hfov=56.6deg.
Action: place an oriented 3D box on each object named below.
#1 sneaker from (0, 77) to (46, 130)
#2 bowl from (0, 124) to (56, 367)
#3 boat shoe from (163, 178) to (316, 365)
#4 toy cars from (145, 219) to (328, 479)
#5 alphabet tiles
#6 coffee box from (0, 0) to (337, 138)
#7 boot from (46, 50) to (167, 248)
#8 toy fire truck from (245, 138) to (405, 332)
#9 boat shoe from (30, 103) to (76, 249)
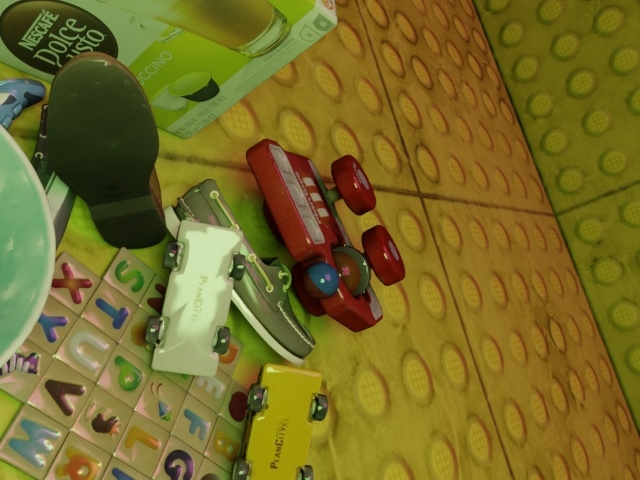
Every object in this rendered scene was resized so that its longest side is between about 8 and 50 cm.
[{"bbox_3d":[-0.380,-0.146,0.689,0.144,0.053,0.059,-38,99,-44],"label":"sneaker"},{"bbox_3d":[-0.401,0.008,0.475,0.311,0.163,0.312,28,50,-39],"label":"bowl"},{"bbox_3d":[-0.097,0.051,0.852,0.305,0.091,0.109,51,-4,-15],"label":"boat shoe"},{"bbox_3d":[-0.109,0.163,0.771,0.176,0.087,0.394,-30,96,-15],"label":"toy cars"},{"bbox_3d":[-0.214,0.180,0.719,0.342,0.011,0.285,45,40,-26],"label":"alphabet tiles"},{"bbox_3d":[-0.222,-0.401,0.791,0.334,0.337,0.339,19,56,-43],"label":"coffee box"},{"bbox_3d":[-0.240,-0.112,0.681,0.112,0.305,0.115,-7,61,-12],"label":"boot"},{"bbox_3d":[0.000,0.000,0.907,0.303,0.169,0.254,67,18,6],"label":"toy fire truck"},{"bbox_3d":[-0.327,-0.066,0.689,0.076,0.080,0.229,13,66,-13],"label":"boat shoe"}]
